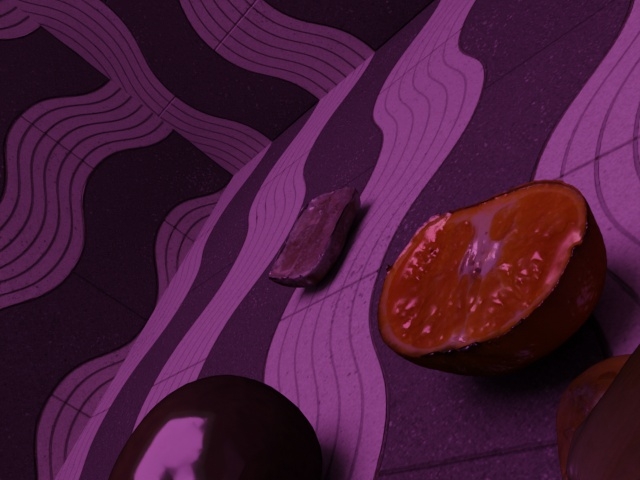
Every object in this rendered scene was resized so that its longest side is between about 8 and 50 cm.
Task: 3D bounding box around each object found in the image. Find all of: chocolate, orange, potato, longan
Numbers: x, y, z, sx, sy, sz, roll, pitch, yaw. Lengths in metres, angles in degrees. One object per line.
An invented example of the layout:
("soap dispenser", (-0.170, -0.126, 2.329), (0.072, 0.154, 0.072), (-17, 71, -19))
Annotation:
("chocolate", (0.000, 0.000, 1.741), (0.185, 0.100, 0.303), (-12, 44, 47))
("orange", (0.212, 0.055, 0.899), (0.311, 0.274, 0.274), (0, 44, 23))
("potato", (0.292, 0.190, 0.646), (0.137, 0.137, 0.175), (-26, 33, 53))
("longan", (-0.163, 0.393, 1.076), (0.361, 0.361, 0.361), (-45, 19, 20))

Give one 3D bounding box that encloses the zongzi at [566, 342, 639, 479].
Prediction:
("zongzi", (0.258, 0.075, 0.450), (0.447, 0.418, 0.181), (-36, 26, 6))
